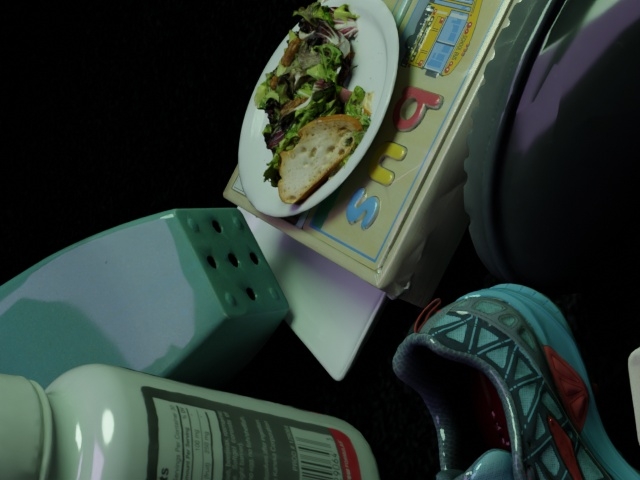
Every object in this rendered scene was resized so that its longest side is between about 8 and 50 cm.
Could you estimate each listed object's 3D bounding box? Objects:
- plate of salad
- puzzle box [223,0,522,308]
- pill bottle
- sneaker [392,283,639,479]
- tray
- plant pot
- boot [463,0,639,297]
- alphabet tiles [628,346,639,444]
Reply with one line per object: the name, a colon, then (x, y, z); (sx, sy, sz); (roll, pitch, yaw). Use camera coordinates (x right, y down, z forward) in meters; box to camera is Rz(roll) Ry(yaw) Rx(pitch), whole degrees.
plate of salad: (-0.012, -0.116, 1.045); (0.200, 0.048, 0.200); (-31, 48, 41)
puzzle box: (0.082, -0.173, 1.041); (0.272, 0.052, 0.409); (29, 94, 55)
pill bottle: (-0.125, 0.190, 0.958); (0.176, 0.318, 0.176); (-31, 50, 46)
sneaker: (0.121, 0.154, 0.756); (0.104, 0.125, 0.262); (-47, 62, 42)
tray: (0.000, 0.000, 1.130); (0.145, 0.030, 0.270); (-64, 34, 14)
plant pot: (-0.160, 0.074, 1.123); (0.234, 0.166, 0.165); (-34, 76, 26)
boot: (0.296, -0.078, 0.661); (0.445, 0.146, 0.367); (29, 105, 49)
alphabet tiles: (0.267, 0.118, 0.598); (0.284, 0.021, 0.278); (-5, 93, 53)
